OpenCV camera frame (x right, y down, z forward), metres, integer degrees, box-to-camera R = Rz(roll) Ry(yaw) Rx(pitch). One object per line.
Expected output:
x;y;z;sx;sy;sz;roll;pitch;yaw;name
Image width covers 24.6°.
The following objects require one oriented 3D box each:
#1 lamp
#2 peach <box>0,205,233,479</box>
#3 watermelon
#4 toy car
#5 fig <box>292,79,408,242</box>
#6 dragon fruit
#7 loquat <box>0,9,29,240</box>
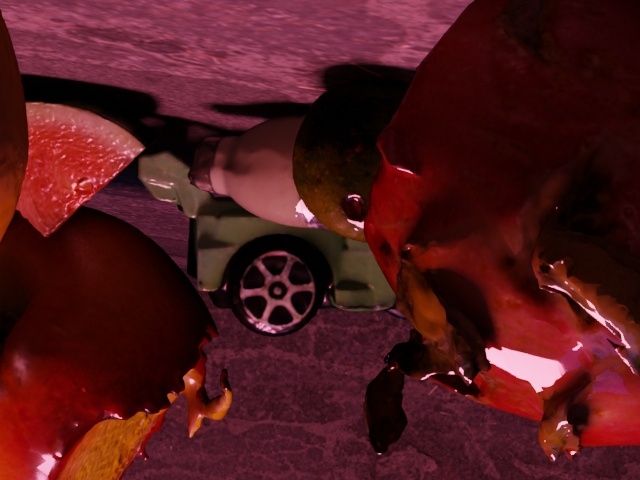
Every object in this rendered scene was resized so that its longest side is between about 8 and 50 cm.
0.006;-0.057;1.246;0.250;0.101;0.101;6;172;19;lamp
-0.280;0.124;1.468;0.310;0.335;0.406;45;174;10;peach
-0.223;-0.091;1.324;0.145;0.137;0.193;-41;147;26;watermelon
0.000;0.000;1.433;0.358;0.177;0.213;0;-178;-6;toy car
0.034;-0.063;1.125;0.123;0.123;0.156;10;-175;-12;fig
0.174;0.001;0.759;0.291;0.269;0.250;31;149;11;dragon fruit
-0.291;-0.071;0.819;0.274;0.275;0.275;8;173;1;loquat
